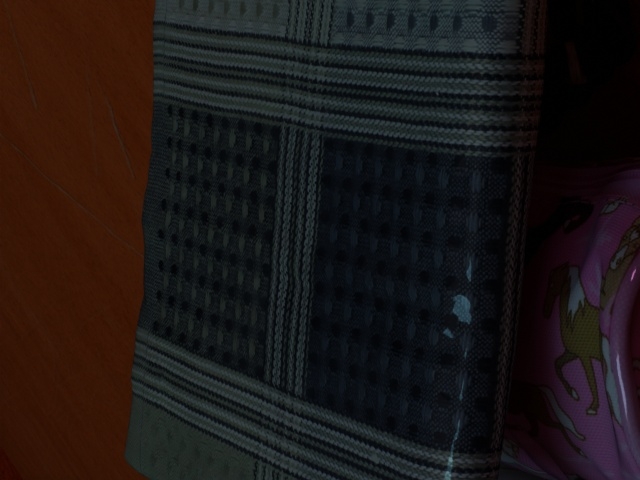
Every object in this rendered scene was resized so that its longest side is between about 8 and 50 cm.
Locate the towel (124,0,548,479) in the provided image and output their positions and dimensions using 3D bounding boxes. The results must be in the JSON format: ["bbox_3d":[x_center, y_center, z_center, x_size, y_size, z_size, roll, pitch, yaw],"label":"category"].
[{"bbox_3d":[0.000,0.000,0.945,0.324,0.056,0.312,16,104,57],"label":"towel"}]

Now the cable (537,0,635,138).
[{"bbox_3d":[0.070,-0.139,0.922,0.184,0.047,0.150,52,157,11],"label":"cable"}]

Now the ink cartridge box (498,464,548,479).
[{"bbox_3d":[0.131,0.255,0.958,0.201,0.278,0.117,5,133,5],"label":"ink cartridge box"}]

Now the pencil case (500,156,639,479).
[{"bbox_3d":[0.097,0.032,0.967,0.167,0.160,0.386,28,171,-30],"label":"pencil case"}]
